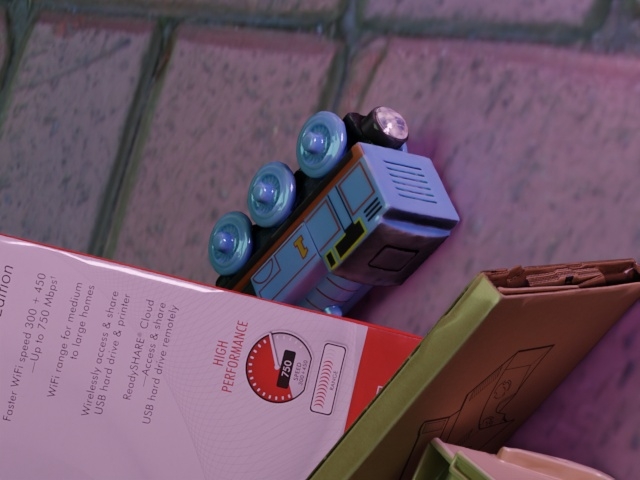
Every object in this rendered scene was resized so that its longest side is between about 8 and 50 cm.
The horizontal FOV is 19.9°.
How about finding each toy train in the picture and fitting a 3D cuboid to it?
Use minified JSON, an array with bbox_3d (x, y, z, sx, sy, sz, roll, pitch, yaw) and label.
[{"bbox_3d":[0.000,0.000,1.134,0.184,0.080,0.105,-46,49,31],"label":"toy train"}]

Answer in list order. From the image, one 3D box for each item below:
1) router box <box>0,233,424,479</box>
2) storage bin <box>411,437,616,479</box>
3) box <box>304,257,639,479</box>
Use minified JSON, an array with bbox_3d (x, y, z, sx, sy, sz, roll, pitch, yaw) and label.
[{"bbox_3d":[-0.118,0.185,1.016,0.082,0.301,0.335,174,109,-69],"label":"router box"},{"bbox_3d":[0.106,0.264,0.847,0.260,0.123,0.262,36,105,53],"label":"storage bin"},{"bbox_3d":[0.069,0.088,0.938,0.021,0.164,0.201,49,117,24],"label":"box"}]
